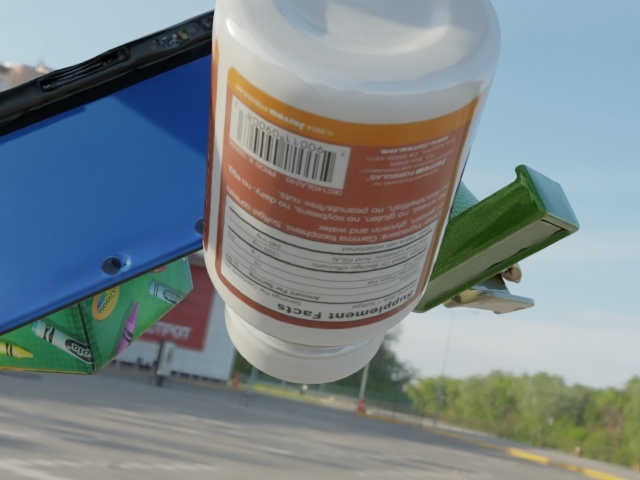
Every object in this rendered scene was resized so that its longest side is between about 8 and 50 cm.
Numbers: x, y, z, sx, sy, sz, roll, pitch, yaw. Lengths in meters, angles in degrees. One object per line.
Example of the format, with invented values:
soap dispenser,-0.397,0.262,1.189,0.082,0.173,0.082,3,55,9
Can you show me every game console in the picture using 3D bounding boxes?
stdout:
game console,-0.148,-0.053,0.788,0.293,0.173,0.250,-23,-1,-10

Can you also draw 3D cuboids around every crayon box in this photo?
crayon box,-0.277,0.039,0.902,0.279,0.081,0.165,1,22,23

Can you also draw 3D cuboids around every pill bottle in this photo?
pill bottle,0.004,-0.027,0.492,0.121,0.121,0.216,11,-42,0

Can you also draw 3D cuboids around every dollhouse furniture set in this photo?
dollhouse furniture set,0.134,-0.051,0.897,0.151,0.197,0.302,-33,-20,22
